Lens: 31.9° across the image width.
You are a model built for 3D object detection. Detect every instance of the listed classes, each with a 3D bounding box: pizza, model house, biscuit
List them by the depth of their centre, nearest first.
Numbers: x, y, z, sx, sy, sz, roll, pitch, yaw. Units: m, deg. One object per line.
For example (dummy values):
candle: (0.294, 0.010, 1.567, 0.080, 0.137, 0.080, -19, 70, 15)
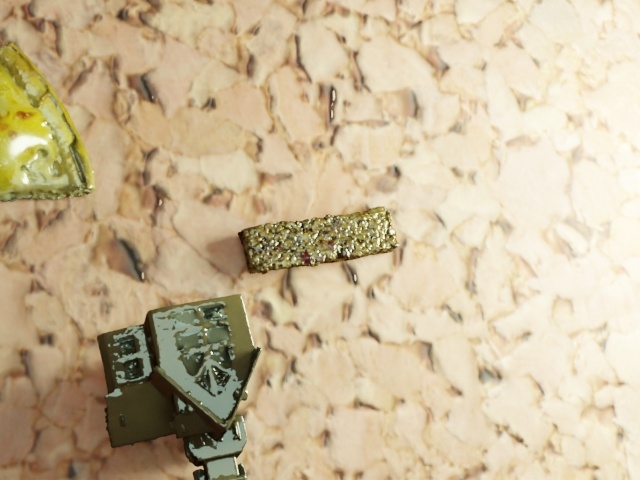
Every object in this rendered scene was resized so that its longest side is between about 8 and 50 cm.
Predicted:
model house: (-0.140, 0.208, 1.220, 0.176, 0.181, 0.248, -11, 72, -15)
pizza: (-0.367, -0.111, 1.312, 0.188, 0.080, 0.204, -42, 89, -21)
biscuit: (0.000, 0.000, 1.401, 0.199, 0.034, 0.064, -10, 78, -17)
